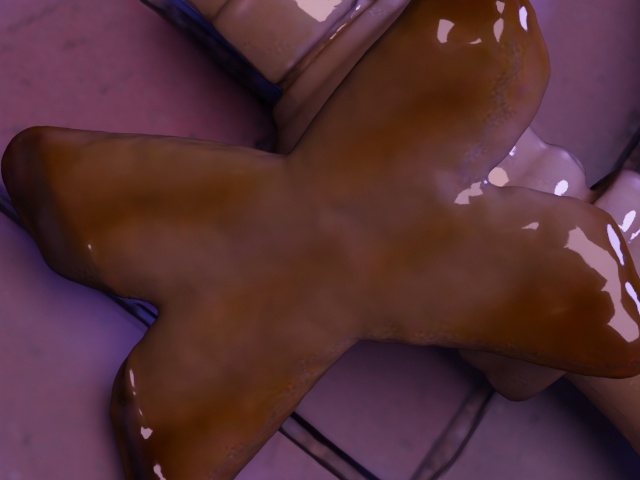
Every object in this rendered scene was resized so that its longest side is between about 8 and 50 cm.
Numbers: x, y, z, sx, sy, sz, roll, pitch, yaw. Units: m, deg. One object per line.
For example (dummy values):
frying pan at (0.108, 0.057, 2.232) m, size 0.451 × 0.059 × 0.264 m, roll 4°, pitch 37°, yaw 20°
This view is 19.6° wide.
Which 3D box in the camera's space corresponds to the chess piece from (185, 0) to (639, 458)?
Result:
chess piece at (0.098, 0.013, 0.733) m, size 0.397 × 0.117 × 0.117 m, roll 45°, pitch 65°, yaw 0°

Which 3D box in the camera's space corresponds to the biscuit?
biscuit at (0.001, 0.001, 0.673) m, size 0.207 × 0.047 × 0.164 m, roll -21°, pitch 96°, yaw 15°
